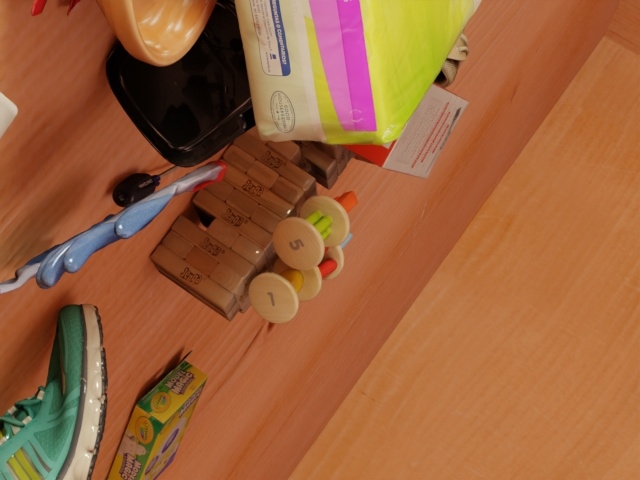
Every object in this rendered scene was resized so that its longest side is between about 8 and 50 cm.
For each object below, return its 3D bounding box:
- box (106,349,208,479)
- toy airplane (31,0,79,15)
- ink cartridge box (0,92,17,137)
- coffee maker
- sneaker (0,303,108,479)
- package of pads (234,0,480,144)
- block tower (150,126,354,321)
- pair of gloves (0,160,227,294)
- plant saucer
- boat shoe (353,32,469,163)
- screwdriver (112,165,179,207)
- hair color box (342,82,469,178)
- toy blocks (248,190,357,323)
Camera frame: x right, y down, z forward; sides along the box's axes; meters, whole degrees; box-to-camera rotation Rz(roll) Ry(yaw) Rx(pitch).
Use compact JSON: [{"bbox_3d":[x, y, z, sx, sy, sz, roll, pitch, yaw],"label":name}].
[{"bbox_3d":[-0.187,0.214,1.738,0.105,0.043,0.179,-45,162,-50],"label":"box"},{"bbox_3d":[-0.135,-0.183,0.883,0.151,0.028,0.151,-54,170,-14],"label":"toy airplane"},{"bbox_3d":[-0.247,-0.016,0.695,0.208,0.087,0.153,-58,170,-5],"label":"ink cartridge box"},{"bbox_3d":[-0.069,-0.121,1.112,0.178,0.120,0.171,-38,158,-59],"label":"coffee maker"},{"bbox_3d":[-0.240,0.180,1.238,0.107,0.110,0.275,158,-51,-79],"label":"sneaker"},{"bbox_3d":[0.031,-0.213,1.001,0.296,0.101,0.229,-59,144,-55],"label":"package of pads"},{"bbox_3d":[-0.029,-0.084,1.471,0.335,0.097,0.091,-54,169,-11],"label":"block tower"},{"bbox_3d":[-0.160,0.001,1.069,0.159,0.023,0.198,-34,-173,-40],"label":"pair of gloves"},{"bbox_3d":[-0.090,-0.203,0.880,0.200,0.037,0.200,12,90,-79],"label":"plant saucer"},{"bbox_3d":[0.102,-0.208,1.636,0.324,0.116,0.123,-54,169,-19],"label":"boat shoe"},{"bbox_3d":[-0.132,-0.053,1.277,0.024,0.025,0.170,-62,168,21],"label":"screwdriver"},{"bbox_3d":[0.084,-0.116,1.474,0.093,0.053,0.167,-61,162,7],"label":"hair color box"},{"bbox_3d":[0.000,0.000,1.444,0.148,0.054,0.123,-42,161,-53],"label":"toy blocks"}]
